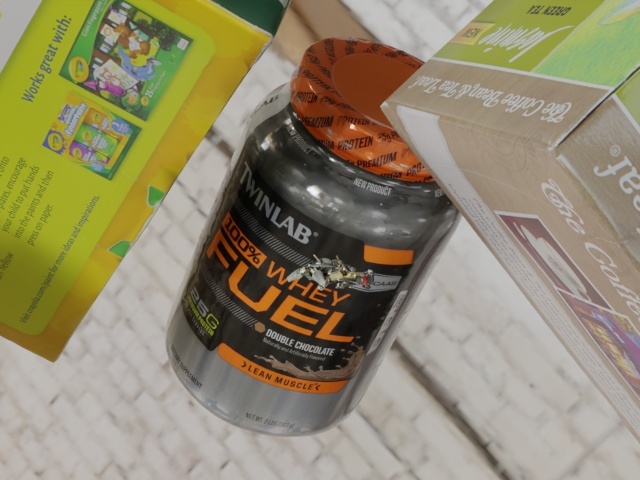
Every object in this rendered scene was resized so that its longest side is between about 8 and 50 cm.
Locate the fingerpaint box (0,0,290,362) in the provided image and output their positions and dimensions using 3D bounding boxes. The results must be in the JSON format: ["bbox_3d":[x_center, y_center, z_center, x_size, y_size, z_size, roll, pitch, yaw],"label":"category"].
[{"bbox_3d":[-0.263,-0.151,0.963,0.371,0.445,0.163,29,-132,-10],"label":"fingerpaint box"}]

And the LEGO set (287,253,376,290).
[{"bbox_3d":[0.011,0.019,0.839,0.054,0.023,0.083,5,173,-31],"label":"LEGO set"}]

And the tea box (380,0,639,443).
[{"bbox_3d":[0.276,-0.048,0.733,0.329,0.323,0.220,51,172,-21],"label":"tea box"}]

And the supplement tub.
[{"bbox_3d":[0.000,0.000,1.180,0.207,0.338,0.207,17,-145,-12],"label":"supplement tub"}]
